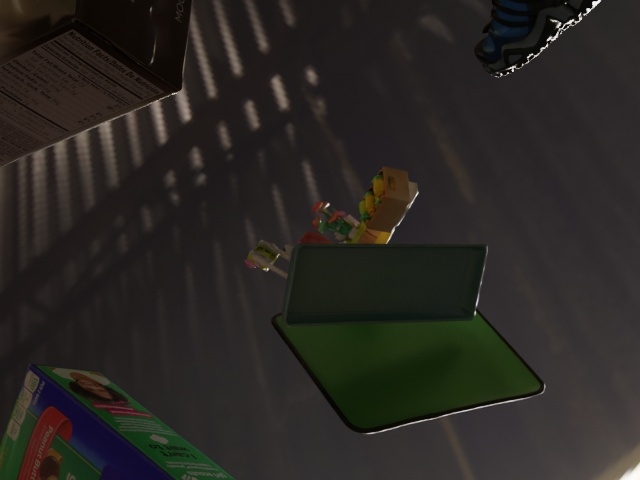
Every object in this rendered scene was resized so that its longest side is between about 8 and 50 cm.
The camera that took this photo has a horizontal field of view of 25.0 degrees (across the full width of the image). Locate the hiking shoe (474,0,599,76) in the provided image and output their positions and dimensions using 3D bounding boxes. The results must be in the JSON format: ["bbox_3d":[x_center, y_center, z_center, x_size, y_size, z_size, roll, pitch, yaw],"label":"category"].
[{"bbox_3d":[0.268,-0.316,1.842,0.113,0.132,0.304,-43,-179,-27],"label":"hiking shoe"}]

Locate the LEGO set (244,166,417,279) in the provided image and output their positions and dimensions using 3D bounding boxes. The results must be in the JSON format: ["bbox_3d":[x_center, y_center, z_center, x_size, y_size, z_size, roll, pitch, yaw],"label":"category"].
[{"bbox_3d":[0.000,0.000,1.363,0.132,0.107,0.287,-59,179,-12],"label":"LEGO set"}]

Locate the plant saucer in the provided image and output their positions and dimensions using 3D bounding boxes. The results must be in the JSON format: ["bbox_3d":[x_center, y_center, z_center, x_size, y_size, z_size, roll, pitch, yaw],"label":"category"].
[{"bbox_3d":[0.051,0.032,1.150,0.018,0.192,0.067,28,-68,52],"label":"plant saucer"}]

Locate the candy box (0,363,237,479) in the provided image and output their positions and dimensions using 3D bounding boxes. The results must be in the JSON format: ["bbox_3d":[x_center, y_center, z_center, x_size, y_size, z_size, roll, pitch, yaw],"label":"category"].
[{"bbox_3d":[-0.254,0.331,1.669,0.317,0.122,0.268,29,-78,39],"label":"candy box"}]

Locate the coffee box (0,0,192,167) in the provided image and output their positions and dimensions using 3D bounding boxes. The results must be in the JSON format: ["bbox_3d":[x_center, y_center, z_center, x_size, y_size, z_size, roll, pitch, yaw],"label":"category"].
[{"bbox_3d":[-0.250,-0.173,1.204,0.297,0.119,0.168,-19,-125,35],"label":"coffee box"}]

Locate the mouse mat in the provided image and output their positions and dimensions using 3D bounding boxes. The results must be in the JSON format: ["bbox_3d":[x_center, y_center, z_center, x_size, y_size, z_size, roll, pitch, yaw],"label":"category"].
[{"bbox_3d":[0.071,0.093,1.182,0.152,0.190,0.007,51,-42,44],"label":"mouse mat"}]
